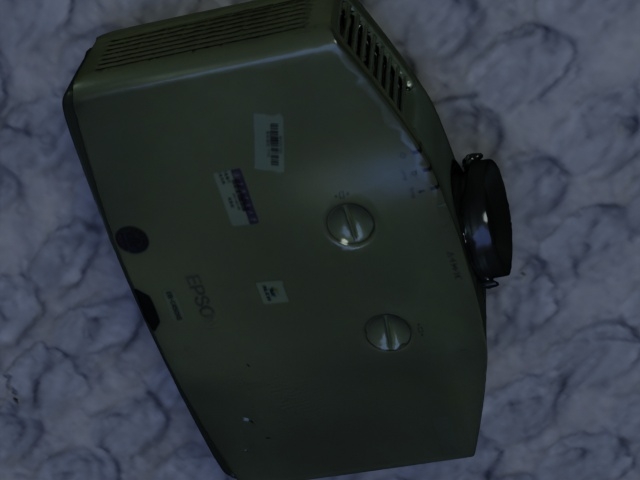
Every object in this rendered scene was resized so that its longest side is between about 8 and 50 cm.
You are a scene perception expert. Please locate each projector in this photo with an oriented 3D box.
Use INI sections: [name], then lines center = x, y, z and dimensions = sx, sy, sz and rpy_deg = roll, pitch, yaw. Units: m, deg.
[projector]
center = 0.000, 0.000, 0.848
dimensions = 0.194, 0.088, 0.269
rpy_deg = -9, 123, 16
